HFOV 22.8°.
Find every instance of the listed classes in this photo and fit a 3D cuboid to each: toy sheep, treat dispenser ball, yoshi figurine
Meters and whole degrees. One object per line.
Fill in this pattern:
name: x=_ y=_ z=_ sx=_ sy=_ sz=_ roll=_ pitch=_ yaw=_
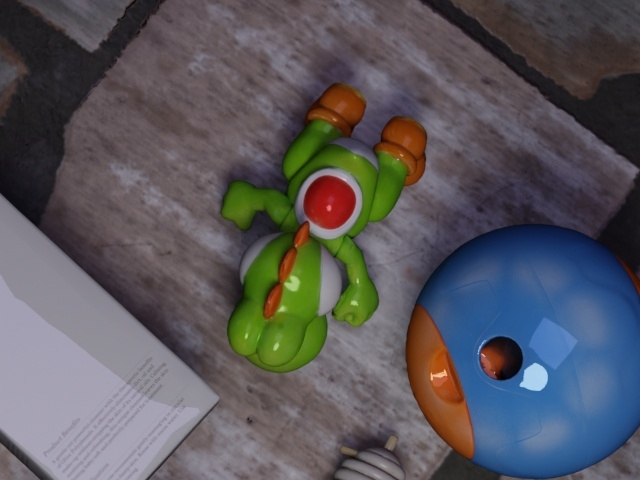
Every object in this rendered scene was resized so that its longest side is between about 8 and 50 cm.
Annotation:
toy sheep: x=0.054 y=0.281 z=1.830 sx=0.091 sy=0.091 sz=0.132 roll=26 pitch=78 yaw=-4
treat dispenser ball: x=0.240 y=0.124 z=1.792 sx=0.288 sy=0.288 sz=0.288 roll=2 pitch=77 yaw=-10
yoshi figurine: x=-0.013 y=0.008 z=1.863 sx=0.203 sy=0.204 sz=0.362 roll=53 pitch=51 yaw=-37

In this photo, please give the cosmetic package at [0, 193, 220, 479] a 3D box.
cosmetic package: x=-0.312 y=0.128 z=1.761 sx=0.365 sy=0.155 sz=0.197 roll=43 pitch=73 yaw=2
